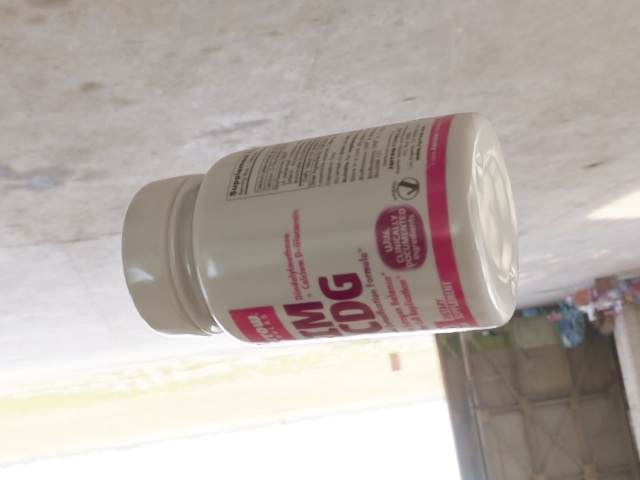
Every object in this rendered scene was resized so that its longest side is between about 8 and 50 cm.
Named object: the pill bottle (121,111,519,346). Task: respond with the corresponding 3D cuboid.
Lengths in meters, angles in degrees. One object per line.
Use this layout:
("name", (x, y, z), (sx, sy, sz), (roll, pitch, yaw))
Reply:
("pill bottle", (0.000, 0.000, 0.705), (0.283, 0.160, 0.160), (-7, 171, 22))
